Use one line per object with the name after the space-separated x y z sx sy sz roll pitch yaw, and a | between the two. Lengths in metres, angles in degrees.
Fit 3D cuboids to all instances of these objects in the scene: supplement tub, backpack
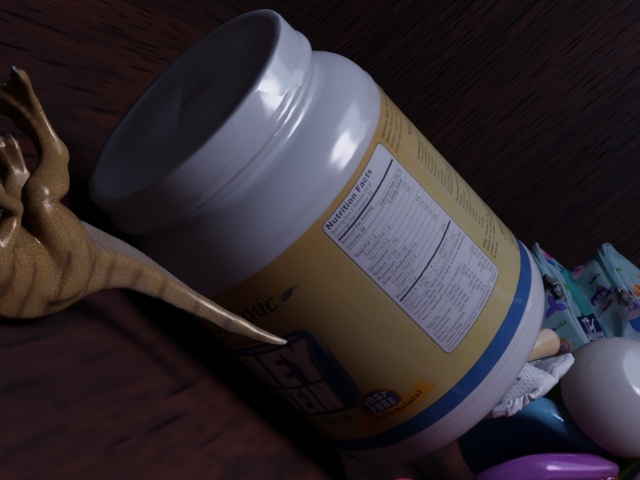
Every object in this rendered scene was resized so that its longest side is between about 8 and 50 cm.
0.000 0.000 0.668 0.199 0.144 0.144 44 11 -26 | supplement tub
0.254 0.118 1.277 0.225 0.191 0.253 42 7 -31 | backpack

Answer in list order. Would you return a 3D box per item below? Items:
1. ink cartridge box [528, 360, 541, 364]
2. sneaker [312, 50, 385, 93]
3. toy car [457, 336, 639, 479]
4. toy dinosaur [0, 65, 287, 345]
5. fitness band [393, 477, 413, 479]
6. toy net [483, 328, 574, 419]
0.101 0.080 1.028 0.127 0.072 0.175 55 11 34 | ink cartridge box
-0.005 -0.123 1.238 0.121 0.108 0.302 49 10 -27 | sneaker
0.142 0.154 0.782 0.136 0.159 0.182 -6 56 -28 | toy car
-0.102 0.002 0.509 0.211 0.064 0.112 2 66 -65 | toy dinosaur
0.096 0.223 0.534 0.291 0.054 0.209 57 10 35 | fitness band
0.080 0.068 0.792 0.232 0.122 0.045 -39 105 -85 | toy net
